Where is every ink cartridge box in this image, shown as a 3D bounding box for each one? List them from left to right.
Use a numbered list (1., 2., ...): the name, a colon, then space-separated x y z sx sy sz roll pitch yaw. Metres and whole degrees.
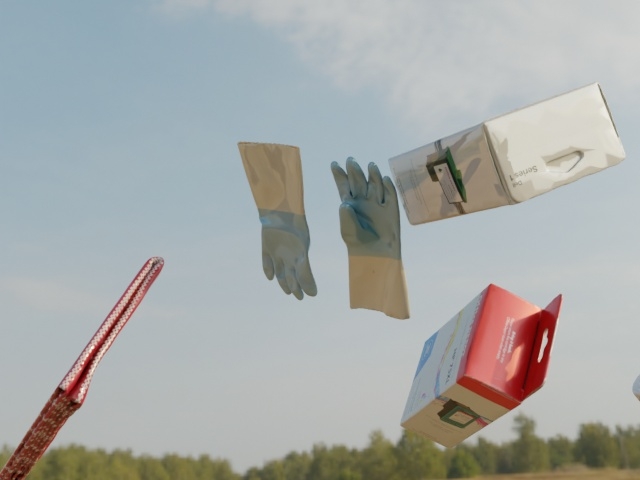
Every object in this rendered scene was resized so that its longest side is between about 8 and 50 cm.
1. ink cartridge box: 0.190 0.146 1.060 0.078 0.134 0.231 27 -35 -5
2. ink cartridge box: 0.200 -0.091 0.985 0.160 0.093 0.219 -21 3 -22

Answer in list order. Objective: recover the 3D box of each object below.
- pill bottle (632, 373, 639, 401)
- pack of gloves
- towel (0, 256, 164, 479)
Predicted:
1. pill bottle: 0.611 0.285 1.439 0.108 0.193 0.108 -41 0 0
2. pack of gloves: 0.000 0.000 1.048 0.195 0.046 0.232 7 -52 23
3. towel: -0.257 0.153 0.930 0.031 0.199 0.275 34 -48 -8
